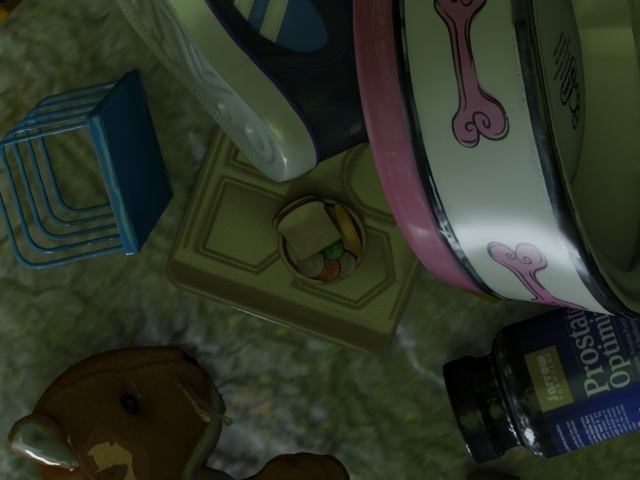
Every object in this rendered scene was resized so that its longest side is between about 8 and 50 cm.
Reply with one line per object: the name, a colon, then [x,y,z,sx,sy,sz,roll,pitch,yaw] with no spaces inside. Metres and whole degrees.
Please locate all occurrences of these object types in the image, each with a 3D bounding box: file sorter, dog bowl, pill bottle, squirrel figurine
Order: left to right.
file sorter: [-0.201,-0.059,1.645,0.104,0.170,0.118,-11,105,9]
squirrel figurine: [-0.155,0.298,1.696,0.397,0.281,0.370,-39,93,11]
dog bowl: [0.157,-0.137,1.507,0.150,0.408,0.408,-7,107,23]
pill bottle: [0.224,0.117,1.701,0.219,0.123,0.122,-19,105,8]

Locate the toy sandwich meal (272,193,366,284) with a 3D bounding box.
toy sandwich meal: [0.000,0.000,1.683,0.086,0.029,0.085,0,102,1]

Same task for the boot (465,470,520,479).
boot: [0.240,0.335,1.786,0.295,0.104,0.211,13,112,3]

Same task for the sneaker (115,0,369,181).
sneaker: [-0.026,-0.222,1.632,0.236,0.130,0.323,-34,76,-18]

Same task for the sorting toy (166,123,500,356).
sorting toy: [0.042,-0.020,1.716,0.307,0.041,0.229,20,102,-4]

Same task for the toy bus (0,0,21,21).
toy bus: [-0.418,-0.135,1.663,0.333,0.108,0.130,-42,102,12]
